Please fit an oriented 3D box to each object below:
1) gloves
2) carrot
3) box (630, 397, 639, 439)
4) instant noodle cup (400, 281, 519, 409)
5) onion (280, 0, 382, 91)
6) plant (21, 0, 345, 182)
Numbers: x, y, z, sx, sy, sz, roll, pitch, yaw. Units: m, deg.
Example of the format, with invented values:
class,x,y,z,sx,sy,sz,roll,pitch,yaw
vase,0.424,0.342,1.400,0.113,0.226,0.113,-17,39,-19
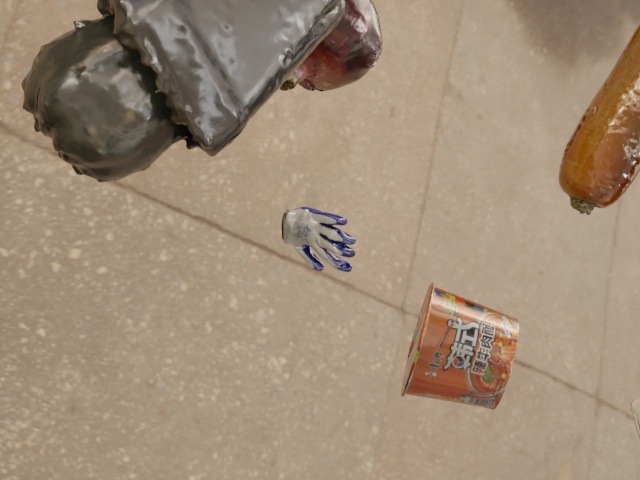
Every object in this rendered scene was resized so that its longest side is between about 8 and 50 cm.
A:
class,x,y,z,sx,sy,sz,roll,pitch,yaw
gloves,0.000,0.000,0.787,0.026,0.086,0.064,-33,130,-48
carrot,0.270,-0.125,0.674,0.067,0.067,0.225,17,105,-45
box,0.513,0.140,0.821,0.200,0.343,0.065,2,61,-23
instant noodle cup,0.289,0.232,1.660,0.250,0.192,0.250,16,90,-85
onion,-0.012,-0.356,1.415,0.252,0.252,0.219,36,71,-40
plant,-0.109,-0.152,0.614,0.256,0.164,0.142,-37,122,-6
